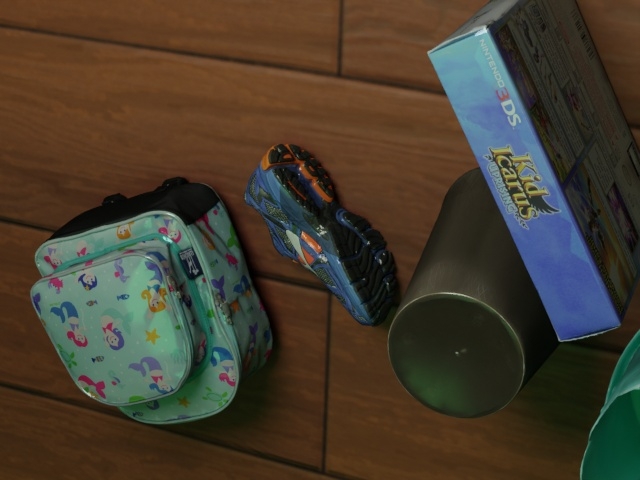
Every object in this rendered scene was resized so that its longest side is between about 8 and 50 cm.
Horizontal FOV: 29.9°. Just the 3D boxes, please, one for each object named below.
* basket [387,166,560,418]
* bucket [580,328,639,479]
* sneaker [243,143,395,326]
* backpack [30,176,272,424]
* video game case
[{"bbox_3d":[0.161,0.061,1.150,0.154,0.227,0.204,-19,105,30],"label":"basket"},{"bbox_3d":[0.395,0.191,1.132,0.281,0.183,0.281,9,116,19],"label":"bucket"},{"bbox_3d":[0.000,0.000,1.292,0.087,0.083,0.221,-34,91,46],"label":"sneaker"},{"bbox_3d":[-0.182,0.085,1.347,0.225,0.191,0.254,-14,112,28],"label":"backpack"},{"bbox_3d":[0.208,-0.086,1.050,0.061,0.244,0.270,-19,104,30],"label":"video game case"}]
